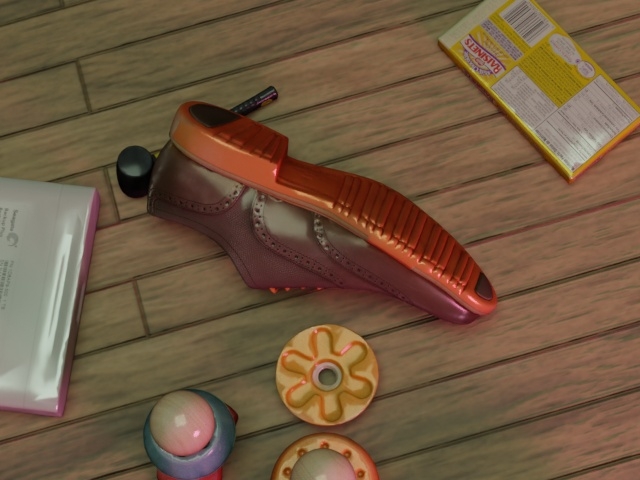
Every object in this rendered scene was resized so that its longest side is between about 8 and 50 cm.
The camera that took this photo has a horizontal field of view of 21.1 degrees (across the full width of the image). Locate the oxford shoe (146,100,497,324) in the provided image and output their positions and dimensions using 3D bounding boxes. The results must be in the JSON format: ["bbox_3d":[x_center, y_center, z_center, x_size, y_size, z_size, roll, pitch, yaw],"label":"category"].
[{"bbox_3d":[0.000,0.000,1.698,0.364,0.130,0.132,29,110,4],"label":"oxford shoe"}]

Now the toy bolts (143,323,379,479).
[{"bbox_3d":[-0.051,0.167,1.610,0.228,0.158,0.218,6,74,5],"label":"toy bolts"}]

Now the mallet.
[{"bbox_3d":[-0.126,-0.109,1.746,0.190,0.062,0.039,-33,76,-7],"label":"mallet"}]

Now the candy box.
[{"bbox_3d":[0.226,-0.165,1.760,0.105,0.027,0.206,-40,75,-6],"label":"candy box"}]

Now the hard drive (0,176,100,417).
[{"bbox_3d":[-0.415,0.042,1.727,0.353,0.047,0.233,6,75,4],"label":"hard drive"}]
